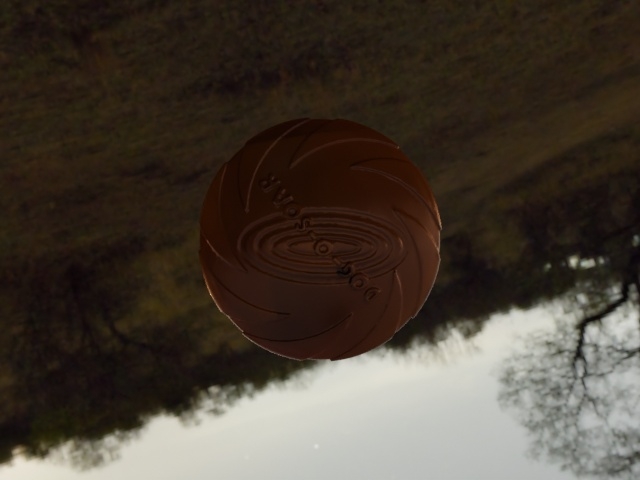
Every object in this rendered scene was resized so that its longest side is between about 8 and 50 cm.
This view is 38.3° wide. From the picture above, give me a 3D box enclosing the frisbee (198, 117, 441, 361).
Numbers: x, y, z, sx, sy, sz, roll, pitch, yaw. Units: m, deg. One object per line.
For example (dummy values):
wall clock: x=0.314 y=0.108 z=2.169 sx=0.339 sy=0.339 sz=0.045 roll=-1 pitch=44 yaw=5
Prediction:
frisbee: x=0.000 y=0.000 z=0.711 sx=0.192 sy=0.192 sz=0.035 roll=-18 pitch=-178 yaw=0
